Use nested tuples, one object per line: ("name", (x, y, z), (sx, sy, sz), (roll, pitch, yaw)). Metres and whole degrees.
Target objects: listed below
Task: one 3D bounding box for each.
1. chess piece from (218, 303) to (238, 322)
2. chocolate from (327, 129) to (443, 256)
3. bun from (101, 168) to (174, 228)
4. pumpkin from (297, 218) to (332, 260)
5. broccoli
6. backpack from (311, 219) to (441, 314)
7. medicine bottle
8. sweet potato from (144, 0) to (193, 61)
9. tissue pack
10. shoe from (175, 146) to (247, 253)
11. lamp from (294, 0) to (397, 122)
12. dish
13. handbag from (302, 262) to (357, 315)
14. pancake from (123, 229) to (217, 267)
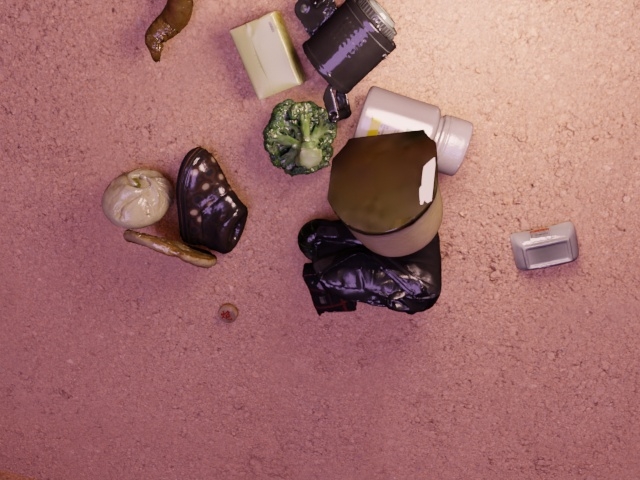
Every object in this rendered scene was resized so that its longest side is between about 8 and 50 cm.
("chess piece", (-0.383, 0.303, 2.236), (0.084, 0.038, 0.083), (5, 116, 10))
("chocolate", (0.212, -0.120, 1.618), (0.314, 0.297, 0.326), (-4, 71, 22))
("bun", (-0.663, -0.168, 1.943), (0.259, 0.259, 0.160), (8, 130, 7))
("pumpkin", (-0.001, -0.002, 1.963), (0.167, 0.125, 0.167), (2, 106, 8))
("broccoli", (-0.055, -0.321, 1.745), (0.270, 0.270, 0.269), (-8, 125, -12))
("backpack", (0.190, 0.069, 1.818), (0.446, 0.363, 0.255), (1, 154, -5))
("medicine bottle", (0.284, -0.335, 1.693), (0.340, 0.208, 0.208), (19, 118, 1))
("sweet potato", (-0.470, -0.706, 1.703), (0.098, 0.124, 0.310), (41, 126, 3))
("tissue pack", (-0.163, -0.583, 1.702), (0.159, 0.125, 0.234), (-15, 112, 17))
("shoe", (-0.381, -0.134, 1.940), (0.237, 0.171, 0.383), (14, 120, 11))
("lamp", (0.098, -0.578, 1.608), (0.272, 0.205, 0.374), (-18, 101, 23))
("dish", (0.777, 0.033, 1.858), (0.213, 0.077, 0.151), (-13, 113, 17))
("handbag", (0.042, 0.173, 2.021), (0.169, 0.155, 0.215), (-13, 122, 10))
("pancake", (-0.544, 0.028, 1.969), (0.356, 0.356, 0.065), (18, 85, 2))
